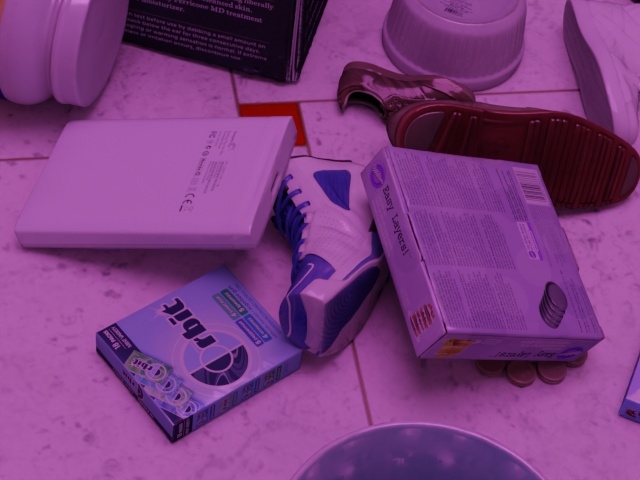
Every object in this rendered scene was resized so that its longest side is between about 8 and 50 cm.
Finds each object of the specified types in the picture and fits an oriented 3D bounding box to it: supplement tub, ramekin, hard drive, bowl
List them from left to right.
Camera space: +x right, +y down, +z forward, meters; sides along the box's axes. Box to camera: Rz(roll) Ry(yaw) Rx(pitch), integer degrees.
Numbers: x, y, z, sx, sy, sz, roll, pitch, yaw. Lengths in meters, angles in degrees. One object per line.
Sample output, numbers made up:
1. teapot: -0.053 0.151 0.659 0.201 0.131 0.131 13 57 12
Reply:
1. supplement tub: -0.438 -0.313 1.899 0.331 0.241 0.241 16 49 6
2. hard drive: -0.199 -0.072 1.790 0.308 0.040 0.203 0 47 19
3. bowl: 0.096 0.351 1.457 0.312 0.163 0.311 4 50 -5
4. ramekin: 0.197 -0.320 2.082 0.207 0.109 0.207 4 49 -5

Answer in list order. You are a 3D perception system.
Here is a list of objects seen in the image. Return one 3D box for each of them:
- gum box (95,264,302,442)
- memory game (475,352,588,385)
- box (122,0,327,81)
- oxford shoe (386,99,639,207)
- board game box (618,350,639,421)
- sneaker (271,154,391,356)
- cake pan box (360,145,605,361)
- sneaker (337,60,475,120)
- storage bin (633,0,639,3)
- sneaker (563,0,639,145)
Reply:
1. gum box: -0.141 0.127 1.694 0.184 0.041 0.157 -28 59 -28
2. memory game: 0.244 0.102 1.790 0.186 0.012 0.186 4 49 -5
3. box: -0.092 -0.567 2.013 0.297 0.471 0.480 15 49 5
4. oxford shoe: 0.253 -0.129 1.922 0.348 0.123 0.130 13 13 -16
5. board game box: 0.479 0.179 1.741 0.212 0.039 0.160 20 50 11
6. sneaker: 0.001 -0.001 1.782 0.182 0.127 0.315 22 42 16
7. cake pan box: 0.188 0.013 1.726 0.246 0.070 0.266 4 57 -36
8. sneaker: 0.115 -0.189 1.999 0.188 0.066 0.071 13 66 10
9. storage bin: 0.527 -0.450 2.257 0.180 0.084 0.122 -32 61 -29
10. sneaker: 0.450 -0.241 2.052 0.169 0.108 0.292 -1 49 -5
